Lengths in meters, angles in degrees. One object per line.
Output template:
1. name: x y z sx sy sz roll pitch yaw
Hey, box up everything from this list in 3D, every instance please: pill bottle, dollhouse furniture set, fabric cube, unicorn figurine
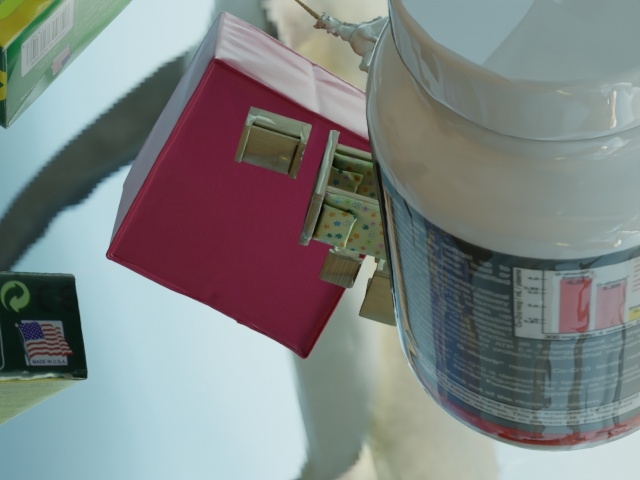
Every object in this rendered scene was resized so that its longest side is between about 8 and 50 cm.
1. pill bottle: 0.135 -0.043 0.899 0.210 0.210 0.363 58 -10 31
2. dollhouse furniture set: 0.000 0.000 1.349 0.101 0.182 0.161 -77 -176 -50
3. fabric cube: -0.065 -0.068 1.750 0.254 0.259 0.258 -59 -168 14
4. unicorn figurine: 0.063 -0.215 1.608 0.111 0.162 0.060 -115 -161 -60

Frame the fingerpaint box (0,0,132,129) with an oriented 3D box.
1. fingerpaint box: -0.377 -0.400 1.819 0.371 0.445 0.163 31 -32 9

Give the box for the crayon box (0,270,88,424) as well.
1. crayon box: -0.330 0.103 1.098 0.318 0.202 0.081 -29 -114 46
